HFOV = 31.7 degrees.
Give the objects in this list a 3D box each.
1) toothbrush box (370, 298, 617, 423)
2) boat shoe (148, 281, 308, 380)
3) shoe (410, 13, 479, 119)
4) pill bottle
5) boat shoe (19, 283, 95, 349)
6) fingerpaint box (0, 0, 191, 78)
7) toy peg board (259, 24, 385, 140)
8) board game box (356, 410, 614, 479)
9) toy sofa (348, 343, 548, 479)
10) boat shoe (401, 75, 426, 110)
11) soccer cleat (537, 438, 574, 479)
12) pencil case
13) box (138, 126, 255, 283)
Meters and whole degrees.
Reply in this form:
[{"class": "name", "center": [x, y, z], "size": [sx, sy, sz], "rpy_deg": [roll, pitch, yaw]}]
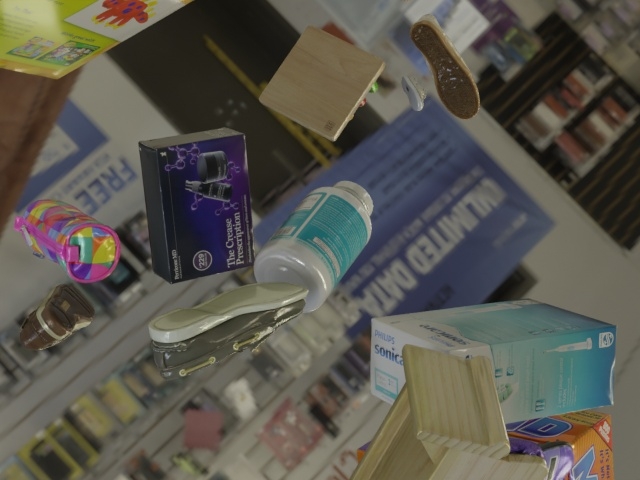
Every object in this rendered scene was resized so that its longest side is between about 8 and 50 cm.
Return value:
[{"class": "toothbrush box", "center": [0.250, 0.176, 1.653], "size": [0.295, 0.126, 0.216], "rpy_deg": [-4, -170, -27]}, {"class": "boat shoe", "center": [-0.142, 0.139, 1.816], "size": [0.305, 0.091, 0.109], "rpy_deg": [-17, -160, -40]}, {"class": "shoe", "center": [0.241, -0.329, 2.126], "size": [0.076, 0.219, 0.058], "rpy_deg": [-20, -155, 26]}, {"class": "pill bottle", "center": [0.000, 0.000, 2.055], "size": [0.264, 0.146, 0.146], "rpy_deg": [-51, -178, -42]}, {"class": "boat shoe", "center": [-0.498, 0.147, 2.094], "size": [0.095, 0.095, 0.257], "rpy_deg": [-39, -179, 5]}, {"class": "fingerpaint box", "center": [-0.354, -0.388, 1.494], "size": [0.371, 0.163, 0.445], "rpy_deg": [-25, 173, 19]}, {"class": "toy peg board", "center": [0.011, -0.257, 1.925], "size": [0.161, 0.161, 0.079], "rpy_deg": [-57, 155, -7]}, {"class": "board game box", "center": [0.331, 0.533, 2.186], "size": [0.356, 0.357, 0.356], "rpy_deg": [5, -163, 40]}, {"class": "toy sofa", "center": [0.124, 0.315, 1.416], "size": [0.150, 0.177, 0.363], "rpy_deg": [-95, -156, -52]}, {"class": "boat shoe", "center": [0.183, -0.279, 2.130], "size": [0.035, 0.100, 0.035], "rpy_deg": [-5, 127, -13]}, {"class": "soccer cleat", "center": [0.289, 0.425, 1.754], "size": [0.318, 0.116, 0.109], "rpy_deg": [-26, 140, -23]}, {"class": "pencil case", "center": [-0.398, -0.002, 1.766], "size": [0.104, 0.104, 0.236], "rpy_deg": [-43, -151, -18]}, {"class": "box", "center": [-0.232, -0.068, 2.139], "size": [0.184, 0.261, 0.103], "rpy_deg": [-12, -162, -24]}]
